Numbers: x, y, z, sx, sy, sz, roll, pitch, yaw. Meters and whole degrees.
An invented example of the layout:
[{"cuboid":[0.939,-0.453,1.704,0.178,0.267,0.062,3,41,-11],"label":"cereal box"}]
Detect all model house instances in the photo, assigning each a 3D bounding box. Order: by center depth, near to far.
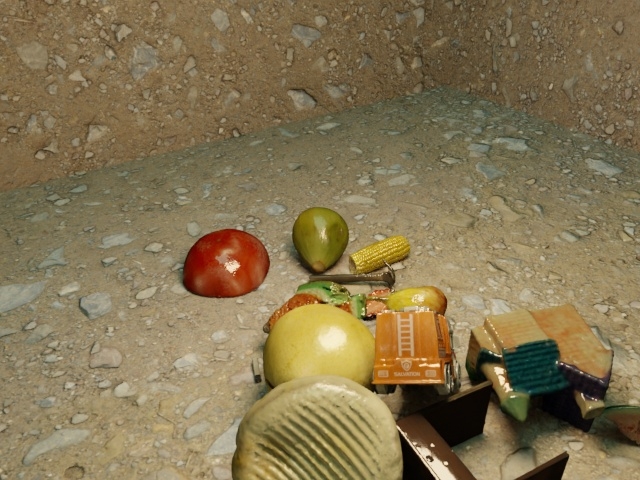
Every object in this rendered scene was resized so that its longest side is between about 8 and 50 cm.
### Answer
[{"cuboid":[0.556,0.341,1.430,0.312,0.245,0.280,-9,40,-10],"label":"model house"}]

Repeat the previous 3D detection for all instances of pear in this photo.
[{"cuboid":[0.000,0.305,1.438,0.309,0.309,0.309,-2,32,1],"label":"pear"}]

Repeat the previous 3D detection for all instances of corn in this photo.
[{"cuboid":[0.211,0.051,2.041,0.244,0.093,0.093,-21,36,-26],"label":"corn"}]

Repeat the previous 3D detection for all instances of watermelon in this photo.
[{"cuboid":[0.747,0.423,1.361,0.155,0.101,0.080,30,57,-2],"label":"watermelon"}]

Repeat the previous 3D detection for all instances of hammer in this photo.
[{"cuboid":[0.107,0.128,1.950,0.297,0.125,0.027,-4,-4,14],"label":"hammer"}]

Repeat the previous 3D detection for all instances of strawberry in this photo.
[{"cuboid":[0.191,0.208,1.835,0.152,0.048,0.104,-31,46,-15],"label":"strawberry"}]

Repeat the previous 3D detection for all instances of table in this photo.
[{"cuboid":[0.329,0.484,1.237,0.282,0.196,0.250,-16,33,-21],"label":"table"}]

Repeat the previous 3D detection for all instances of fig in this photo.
[{"cuboid":[0.249,0.199,1.717,0.257,0.159,0.159,11,31,-6],"label":"fig"},{"cuboid":[0.008,-0.004,2.046,0.207,0.207,0.230,-17,54,-22],"label":"fig"}]

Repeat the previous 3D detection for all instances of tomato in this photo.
[{"cuboid":[-0.342,0.056,2.028,0.338,0.143,0.338,-3,30,1],"label":"tomato"}]

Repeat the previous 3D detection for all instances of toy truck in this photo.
[{"cuboid":[0.245,0.269,1.412,0.173,0.206,0.387,-5,-12,18],"label":"toy truck"}]

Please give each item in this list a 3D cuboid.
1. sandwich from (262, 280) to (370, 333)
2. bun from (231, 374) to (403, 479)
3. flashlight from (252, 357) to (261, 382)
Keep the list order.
[{"cuboid":[-0.028,0.206,1.683,0.301,0.162,0.250,-20,-4,-14],"label":"sandwich"},{"cuboid":[-0.002,0.461,1.205,0.365,0.365,0.219,-3,-10,-2],"label":"bun"},{"cuboid":[-0.181,0.369,1.623,0.018,0.018,0.083,-7,32,-10],"label":"flashlight"}]
